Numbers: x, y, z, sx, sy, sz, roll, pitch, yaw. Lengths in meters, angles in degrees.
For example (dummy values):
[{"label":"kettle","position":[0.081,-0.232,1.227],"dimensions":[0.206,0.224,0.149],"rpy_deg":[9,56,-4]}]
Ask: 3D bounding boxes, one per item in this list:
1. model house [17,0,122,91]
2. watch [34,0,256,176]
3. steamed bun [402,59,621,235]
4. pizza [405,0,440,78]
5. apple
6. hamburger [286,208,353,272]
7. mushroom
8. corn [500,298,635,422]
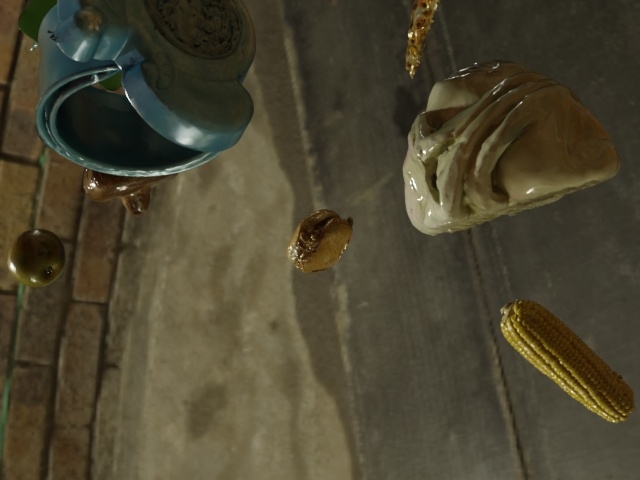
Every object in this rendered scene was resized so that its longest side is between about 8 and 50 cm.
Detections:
[{"label":"model house","position":[-0.439,-0.501,1.976],"dimensions":[0.358,0.242,0.313],"rpy_deg":[-57,20,3]},{"label":"watch","position":[-0.158,-0.143,0.814],"dimensions":[0.193,0.211,0.211],"rpy_deg":[-38,55,45]},{"label":"steamed bun","position":[0.233,-0.137,1.265],"dimensions":[0.280,0.268,0.207],"rpy_deg":[130,123,-84]},{"label":"pizza","position":[0.171,-0.374,1.698],"dimensions":[0.185,0.036,0.176],"rpy_deg":[-90,14,-77]},{"label":"apple","position":[-0.424,0.027,1.451],"dimensions":[0.074,0.089,0.089],"rpy_deg":[36,110,29]},{"label":"hamburger","position":[0.000,0.000,2.073],"dimensions":[0.083,0.147,0.138],"rpy_deg":[45,122,24]},{"label":"mushroom","position":[-0.239,-0.085,1.219],"dimensions":[0.126,0.109,0.085],"rpy_deg":[-18,66,0]},{"label":"corn","position":[0.313,0.151,1.231],"dimensions":[0.206,0.067,0.067],"rpy_deg":[40,118,4]}]
